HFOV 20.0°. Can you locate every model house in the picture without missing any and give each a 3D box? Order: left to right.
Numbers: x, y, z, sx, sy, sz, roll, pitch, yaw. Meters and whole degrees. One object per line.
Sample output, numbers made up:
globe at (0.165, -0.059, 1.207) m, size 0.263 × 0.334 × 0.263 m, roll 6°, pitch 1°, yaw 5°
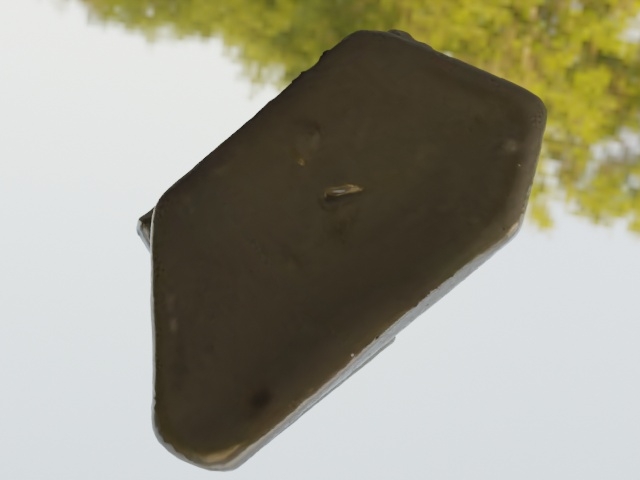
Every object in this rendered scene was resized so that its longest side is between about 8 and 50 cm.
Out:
model house at (-0.005, -0.005, 0.881) m, size 0.122 × 0.229 × 0.188 m, roll 47°, pitch 179°, yaw -4°
